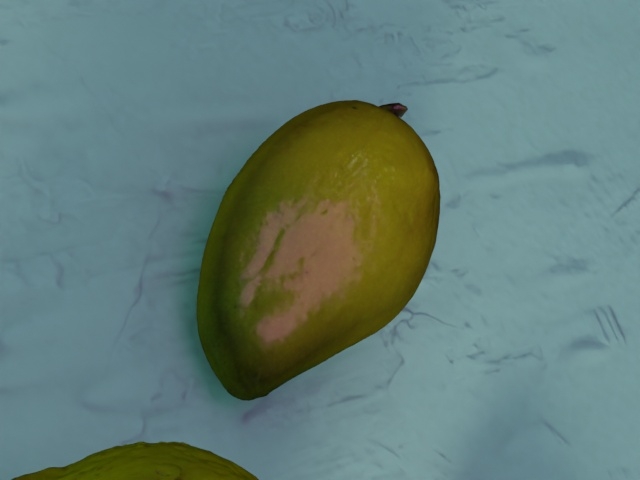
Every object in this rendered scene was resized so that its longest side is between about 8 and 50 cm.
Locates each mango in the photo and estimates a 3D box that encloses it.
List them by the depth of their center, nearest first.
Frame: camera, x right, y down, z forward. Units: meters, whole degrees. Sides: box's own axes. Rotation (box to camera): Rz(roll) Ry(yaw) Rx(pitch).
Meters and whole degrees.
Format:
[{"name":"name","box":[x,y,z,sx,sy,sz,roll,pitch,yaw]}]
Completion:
[{"name":"mango","box":[0.000,0.000,1.466,0.176,0.119,0.317,47,55,-13]}]

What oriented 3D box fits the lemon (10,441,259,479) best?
[{"name":"lemon","box":[-0.105,0.263,1.121,0.293,0.293,0.293,19,56,-31]}]
